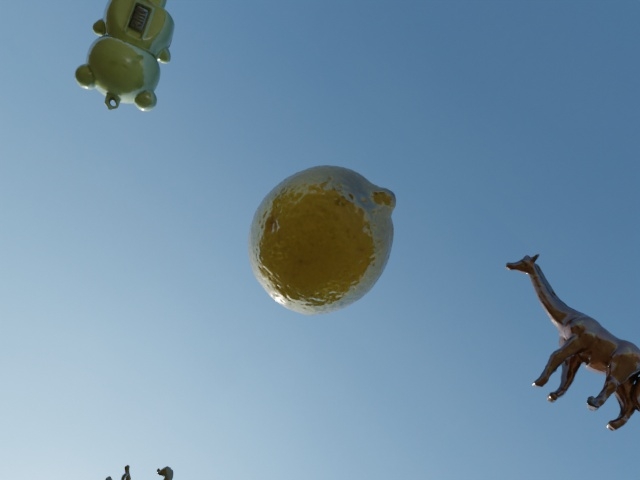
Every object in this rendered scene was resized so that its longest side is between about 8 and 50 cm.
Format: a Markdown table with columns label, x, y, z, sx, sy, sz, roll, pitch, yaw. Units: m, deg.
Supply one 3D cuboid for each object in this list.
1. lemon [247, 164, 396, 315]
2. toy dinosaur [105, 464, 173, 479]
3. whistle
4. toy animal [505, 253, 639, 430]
| label | x | y | z | sx | sy | sz | roll | pitch | yaw |
| --- | --- | --- | --- | --- | --- | --- | --- | --- | --- |
| lemon | 0.005 | -0.007 | 0.776 | 0.228 | 0.228 | 0.254 | 40 | -70 | 5 |
| toy dinosaur | -0.252 | 0.388 | 0.656 | 0.126 | 0.039 | 0.162 | -30 | -122 | 20 |
| whistle | -0.319 | -0.352 | 0.825 | 0.131 | 0.106 | 0.289 | 18 | -106 | -22 |
| toy animal | 0.353 | 0.129 | 0.692 | 0.224 | 0.230 | 0.066 | 21 | -37 | 27 |
